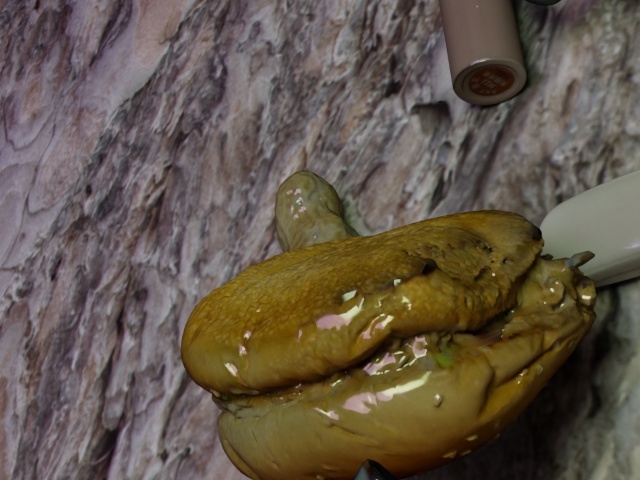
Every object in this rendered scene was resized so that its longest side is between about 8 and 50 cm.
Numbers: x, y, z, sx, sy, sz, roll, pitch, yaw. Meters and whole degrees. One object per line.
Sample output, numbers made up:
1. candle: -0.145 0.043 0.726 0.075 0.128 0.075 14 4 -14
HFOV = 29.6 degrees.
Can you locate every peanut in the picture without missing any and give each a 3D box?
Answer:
1. peanut: 0.000 0.000 1.163 0.080 0.080 0.174 -37 48 20

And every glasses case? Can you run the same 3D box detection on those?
1. glasses case: 0.266 -0.018 0.960 0.204 0.051 0.081 -20 57 32

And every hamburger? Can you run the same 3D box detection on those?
1. hamburger: 0.055 0.076 0.936 0.314 0.290 0.170 -14 102 46

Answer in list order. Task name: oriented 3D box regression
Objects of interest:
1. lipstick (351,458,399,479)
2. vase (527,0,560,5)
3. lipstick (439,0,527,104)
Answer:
1. lipstick: -0.091 0.295 0.685 0.418 0.077 0.077 -50 45 2
2. vase: 0.237 -0.343 1.108 0.251 0.156 0.301 -50 39 14
3. lipstick: 0.147 -0.253 1.178 0.070 0.070 0.254 -24 54 29
